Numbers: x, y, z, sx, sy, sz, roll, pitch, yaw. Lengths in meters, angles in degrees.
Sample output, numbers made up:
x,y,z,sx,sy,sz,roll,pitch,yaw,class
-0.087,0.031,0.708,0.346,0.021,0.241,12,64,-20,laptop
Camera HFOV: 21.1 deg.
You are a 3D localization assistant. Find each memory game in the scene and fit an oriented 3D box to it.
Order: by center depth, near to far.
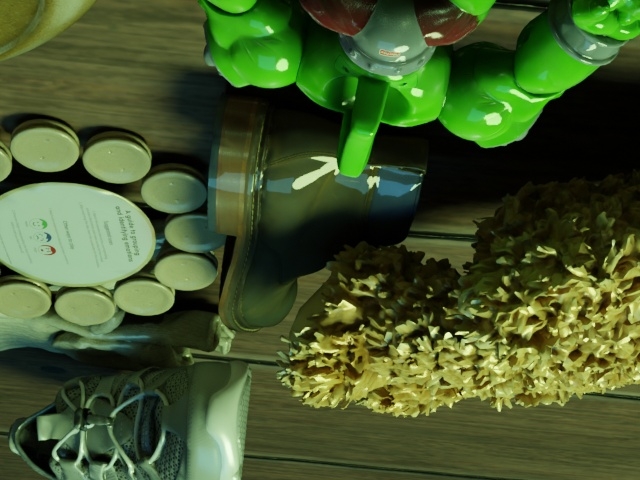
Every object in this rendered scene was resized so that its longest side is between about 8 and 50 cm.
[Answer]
x,y,z,sx,sy,sz,roll,pitch,yaw,class
-0.142,-0.007,0.962,0.186,0.012,0.186,1,143,0,memory game

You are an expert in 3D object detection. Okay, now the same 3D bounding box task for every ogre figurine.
x,y,z,sx,sy,sz,roll,pitch,yaw,class
0.025,-0.091,0.670,0.197,0.097,0.118,-2,148,-13,ogre figurine

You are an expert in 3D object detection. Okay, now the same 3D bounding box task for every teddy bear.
x,y,z,sx,sy,sz,roll,pitch,yaw,class
0.142,0.034,0.842,0.338,0.113,0.245,-12,159,9,teddy bear

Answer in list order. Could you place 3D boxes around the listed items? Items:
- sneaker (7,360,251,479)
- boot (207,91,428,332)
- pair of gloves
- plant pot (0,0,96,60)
x,y,z,sx,sy,sz,roll,pitch,yaw,class
-0.130,0.137,1.137,0.115,0.105,0.281,13,160,-23,sneaker
0.000,0.000,0.912,0.106,0.082,0.219,6,156,4,boot
-0.161,0.042,1.099,0.204,0.042,0.240,3,158,3,pair of gloves
-0.203,-0.126,0.712,0.236,0.032,0.236,5,157,2,plant pot
